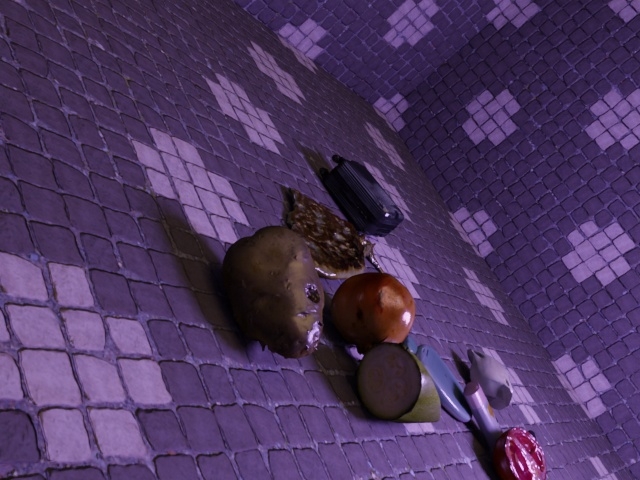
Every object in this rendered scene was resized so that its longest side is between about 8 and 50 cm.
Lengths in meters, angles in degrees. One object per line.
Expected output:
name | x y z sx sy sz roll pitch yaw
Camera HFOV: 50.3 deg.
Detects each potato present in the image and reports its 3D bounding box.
potato | -0.091 0.105 1.372 0.141 0.192 0.296 100 -27 -55

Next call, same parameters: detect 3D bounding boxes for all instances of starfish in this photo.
starfish | 0.153 0.032 2.235 0.216 0.050 0.223 54 24 -11

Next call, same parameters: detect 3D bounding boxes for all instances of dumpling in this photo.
dumpling | 0.548 0.457 2.219 0.229 0.124 0.151 -121 -162 -45

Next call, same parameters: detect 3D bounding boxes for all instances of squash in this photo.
squash | 0.217 0.332 1.600 0.260 0.189 0.189 16 38 -51

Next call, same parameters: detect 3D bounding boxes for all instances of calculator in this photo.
calculator | 0.340 0.395 1.968 0.299 0.041 0.185 52 20 -1

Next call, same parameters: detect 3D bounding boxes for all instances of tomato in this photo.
tomato | 0.542 0.619 1.904 0.189 0.099 0.173 -12 71 -53

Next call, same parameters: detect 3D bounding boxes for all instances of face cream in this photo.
face cream | 0.474 0.506 1.962 0.198 0.057 0.084 64 17 -10

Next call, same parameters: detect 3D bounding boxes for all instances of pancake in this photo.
pancake | 0.004 0.003 1.952 0.305 0.067 0.426 37 23 -14

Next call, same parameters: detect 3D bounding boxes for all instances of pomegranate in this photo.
pomegranate | 0.129 0.176 1.679 0.209 0.209 0.209 43 21 -21

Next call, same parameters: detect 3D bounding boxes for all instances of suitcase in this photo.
suitcase | 0.148 -0.157 2.402 0.312 0.128 0.202 54 19 20

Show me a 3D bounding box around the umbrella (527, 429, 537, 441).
umbrella | 0.709 0.684 2.267 0.036 0.031 0.133 45 21 -11
